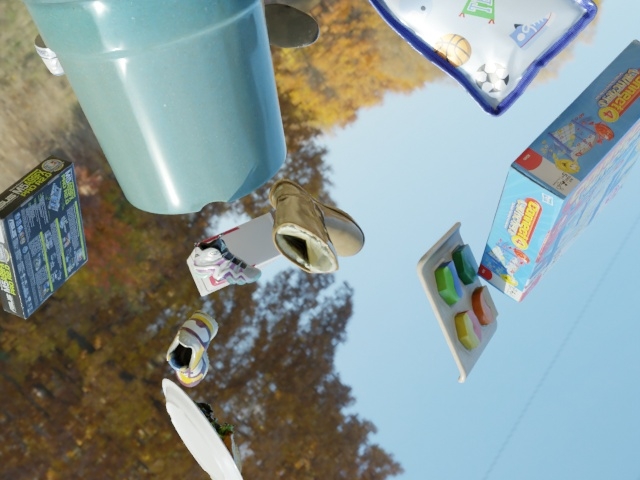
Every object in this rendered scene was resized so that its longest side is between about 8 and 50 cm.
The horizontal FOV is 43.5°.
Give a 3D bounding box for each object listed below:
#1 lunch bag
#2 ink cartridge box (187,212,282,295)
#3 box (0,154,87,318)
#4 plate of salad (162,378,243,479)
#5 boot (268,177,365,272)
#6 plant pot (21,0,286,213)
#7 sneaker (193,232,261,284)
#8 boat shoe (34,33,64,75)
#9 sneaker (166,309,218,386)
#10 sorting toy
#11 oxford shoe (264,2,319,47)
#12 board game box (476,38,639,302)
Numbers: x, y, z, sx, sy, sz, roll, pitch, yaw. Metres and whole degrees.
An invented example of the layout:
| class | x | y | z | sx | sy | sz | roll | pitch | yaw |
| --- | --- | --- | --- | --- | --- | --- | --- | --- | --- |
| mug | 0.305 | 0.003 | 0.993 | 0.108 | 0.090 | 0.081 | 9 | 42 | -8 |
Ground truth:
| class | x | y | z | sx | sy | sz | roll | pitch | yaw |
| --- | --- | --- | --- | --- | --- | --- | --- | --- | --- |
| lunch bag | 0.175 | -0.415 | 1.140 | 0.239 | 0.385 | 0.328 | -49 | -169 | 26 |
| ink cartridge box | -0.192 | 0.035 | 1.788 | 0.171 | 0.100 | 0.237 | -24 | 177 | -19 |
| box | -0.579 | -0.006 | 1.648 | 0.216 | 0.060 | 0.270 | -56 | 159 | -46 |
| plate of salad | -0.156 | 0.271 | 1.122 | 0.048 | 0.200 | 0.200 | -34 | -170 | -24 |
| boot | 0.000 | 0.000 | 1.477 | 0.089 | 0.236 | 0.269 | -55 | -162 | 13 |
| plant pot | -0.204 | -0.239 | 1.127 | 0.340 | 0.334 | 0.341 | -10 | -149 | 6 |
| sneaker | -0.129 | 0.022 | 1.108 | 0.098 | 0.069 | 0.038 | 5 | -154 | 6 |
| boat shoe | -0.443 | -0.420 | 1.577 | 0.095 | 0.084 | 0.258 | 35 | -116 | 31 |
| sneaker | -0.231 | 0.200 | 1.363 | 0.084 | 0.069 | 0.186 | -48 | 162 | -46 |
| sorting toy | 0.226 | 0.091 | 1.265 | 0.038 | 0.208 | 0.193 | -15 | -169 | 31 |
| oxford shoe | -0.083 | -0.391 | 1.471 | 0.212 | 0.076 | 0.076 | 16 | -170 | 30 |
| board game box | 0.382 | -0.095 | 1.211 | 0.308 | 0.086 | 0.302 | -43 | 158 | -21 |
